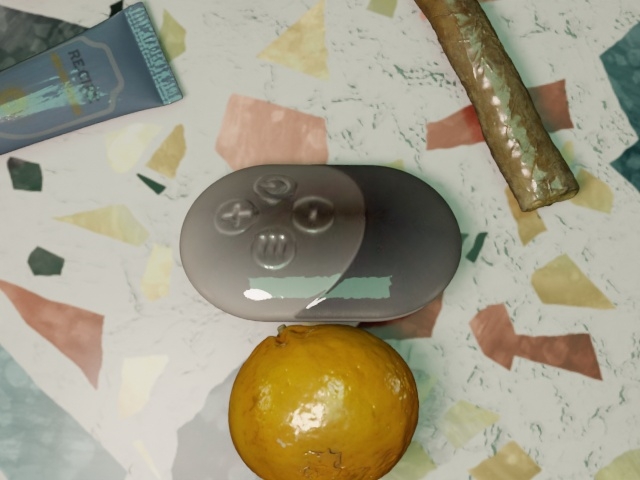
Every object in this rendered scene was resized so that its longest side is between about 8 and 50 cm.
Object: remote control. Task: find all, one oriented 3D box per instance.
[{"bbox_3d":[0.000,0.000,1.364,0.332,0.103,0.221,1,54,-1],"label":"remote control"}]

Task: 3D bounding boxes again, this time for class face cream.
[{"bbox_3d":[-0.371,-0.163,1.415,0.385,0.086,0.135,-23,84,-7],"label":"face cream"}]

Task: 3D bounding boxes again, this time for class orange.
[{"bbox_3d":[0.003,0.188,1.306,0.219,0.219,0.193,-5,99,-1],"label":"orange"}]

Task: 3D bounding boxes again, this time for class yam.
[{"bbox_3d":[0.203,-0.199,1.422,0.081,0.081,0.357,-27,83,-3],"label":"yam"}]
